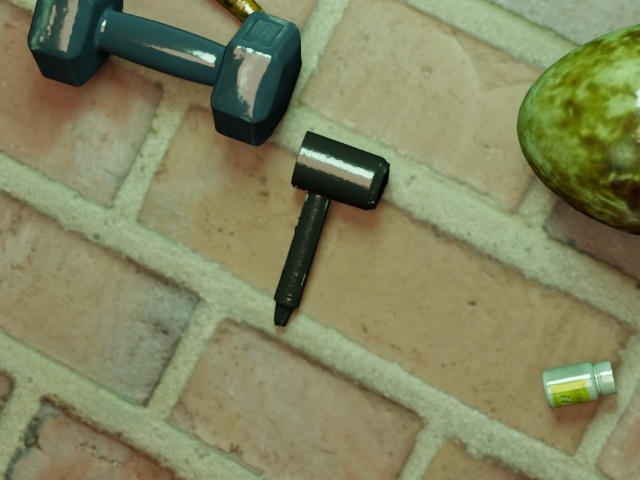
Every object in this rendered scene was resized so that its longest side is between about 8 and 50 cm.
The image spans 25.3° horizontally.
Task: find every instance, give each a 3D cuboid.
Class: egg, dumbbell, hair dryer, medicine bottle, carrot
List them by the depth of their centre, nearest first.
[{"bbox_3d":[0.359,-0.121,1.571,0.289,0.238,0.238,1,96,18],"label":"egg"},{"bbox_3d":[0.310,0.171,1.706,0.083,0.047,0.047,-12,93,13],"label":"medicine bottle"},{"bbox_3d":[-0.184,-0.228,1.711,0.316,0.143,0.156,19,101,8],"label":"dumbbell"},{"bbox_3d":[-0.002,-0.001,1.743,0.114,0.070,0.248,19,103,9],"label":"hair dryer"},{"bbox_3d":[-0.138,-0.323,1.748,0.171,0.042,0.042,42,102,2],"label":"carrot"}]
